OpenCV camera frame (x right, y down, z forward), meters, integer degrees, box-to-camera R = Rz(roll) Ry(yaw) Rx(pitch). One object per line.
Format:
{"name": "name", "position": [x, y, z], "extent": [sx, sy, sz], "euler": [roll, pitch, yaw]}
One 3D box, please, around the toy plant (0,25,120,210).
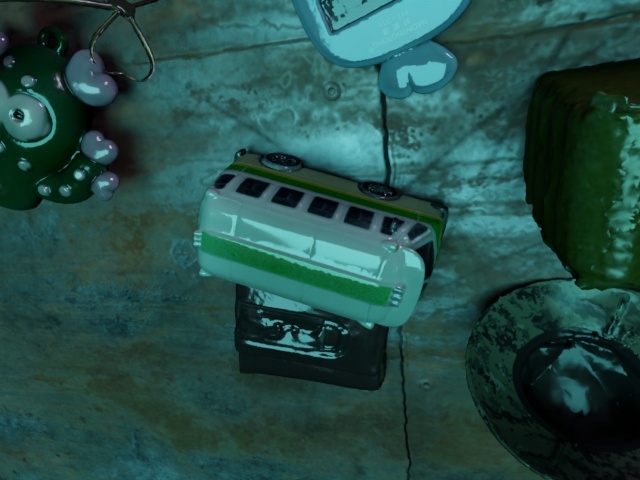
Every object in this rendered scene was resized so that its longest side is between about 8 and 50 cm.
{"name": "toy plant", "position": [-0.372, -0.158, 0.594], "extent": [0.233, 0.112, 0.243], "euler": [5, 104, 7]}

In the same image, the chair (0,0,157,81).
{"name": "chair", "position": [-0.356, -0.247, 0.478], "extent": [0.326, 0.159, 0.170], "euler": [14, 152, -35]}

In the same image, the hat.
{"name": "hat", "position": [0.309, 0.181, 0.544], "extent": [0.266, 0.265, 0.128], "euler": [1, 145, 15]}

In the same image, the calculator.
{"name": "calculator", "position": [0.052, -0.291, 0.460], "extent": [0.189, 0.042, 0.302], "euler": [-18, 108, 21]}

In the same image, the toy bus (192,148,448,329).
{"name": "toy bus", "position": [0.000, 0.000, 0.539], "extent": [0.276, 0.164, 0.133], "euler": [16, 118, 8]}

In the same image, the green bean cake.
{"name": "green bean cake", "position": [0.309, -0.069, 0.373], "extent": [0.247, 0.250, 0.156], "euler": [-2, 113, 15]}

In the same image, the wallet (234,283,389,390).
{"name": "wallet", "position": [-0.014, 0.136, 0.672], "extent": [0.229, 0.049, 0.181], "euler": [7, 113, 11]}
